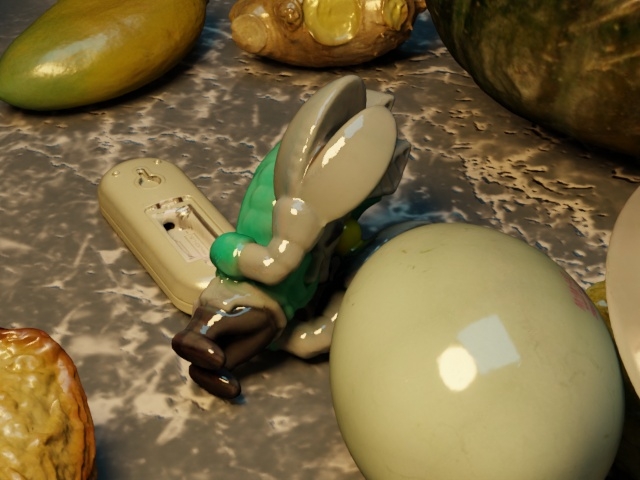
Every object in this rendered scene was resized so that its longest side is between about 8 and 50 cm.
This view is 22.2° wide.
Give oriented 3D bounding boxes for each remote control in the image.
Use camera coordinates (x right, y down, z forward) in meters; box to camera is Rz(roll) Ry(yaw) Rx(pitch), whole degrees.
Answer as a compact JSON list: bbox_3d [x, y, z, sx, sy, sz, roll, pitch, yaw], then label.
[{"bbox_3d":[-0.115,-0.008,1.320,0.078,0.042,0.221,-18,38,-22],"label":"remote control"}]

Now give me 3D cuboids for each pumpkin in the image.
[{"bbox_3d":[0.302,-0.260,1.411,0.454,0.344,0.454,3,52,-4],"label":"pumpkin"}]

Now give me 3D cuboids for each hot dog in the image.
[{"bbox_3d":[-0.234,0.168,1.009,0.175,0.114,0.259,5,36,0],"label":"hot dog"}]

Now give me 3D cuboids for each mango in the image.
[{"bbox_3d":[-0.201,-0.189,1.552,0.137,0.091,0.237,12,41,27],"label":"mango"}]

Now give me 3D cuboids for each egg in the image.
[{"bbox_3d":[0.095,0.084,1.056,0.182,0.183,0.264,-7,28,-9],"label":"egg"}]

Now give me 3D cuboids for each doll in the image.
[{"bbox_3d":[0.008,0.007,1.215,0.153,0.258,0.195,18,-5,30],"label":"doll"}]

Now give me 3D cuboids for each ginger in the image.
[{"bbox_3d":[0.017,-0.220,1.578,0.216,0.102,0.157,-6,8,1],"label":"ginger"}]

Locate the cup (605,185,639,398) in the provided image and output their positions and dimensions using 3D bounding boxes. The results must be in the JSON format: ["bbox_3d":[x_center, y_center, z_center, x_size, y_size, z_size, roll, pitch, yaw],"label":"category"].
[{"bbox_3d":[0.367,0.035,1.015,0.347,0.163,0.347,13,49,-16],"label":"cup"}]

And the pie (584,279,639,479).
[{"bbox_3d":[0.300,0.092,1.131,0.277,0.079,0.277,-2,35,1],"label":"pie"}]
